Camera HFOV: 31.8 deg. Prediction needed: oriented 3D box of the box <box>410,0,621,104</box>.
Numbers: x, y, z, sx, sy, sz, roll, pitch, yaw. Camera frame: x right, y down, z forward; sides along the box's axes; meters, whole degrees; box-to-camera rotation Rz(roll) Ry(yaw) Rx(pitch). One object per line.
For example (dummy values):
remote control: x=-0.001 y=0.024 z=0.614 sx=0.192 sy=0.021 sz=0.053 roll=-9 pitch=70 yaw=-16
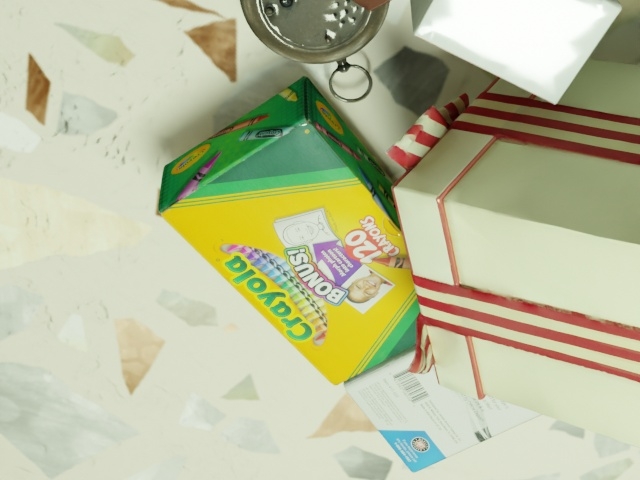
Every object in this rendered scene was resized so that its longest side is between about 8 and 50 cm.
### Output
box: x=0.146 y=-0.204 z=0.893 sx=0.130 sy=0.170 sz=0.091 roll=24 pitch=120 yaw=-11

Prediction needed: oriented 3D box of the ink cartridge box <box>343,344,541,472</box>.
ink cartridge box: x=0.139 y=0.136 z=1.155 sx=0.190 sy=0.082 sz=0.140 roll=-29 pitch=116 yaw=17

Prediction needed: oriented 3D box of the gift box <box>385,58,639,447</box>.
gift box: x=0.200 y=0.001 z=0.916 sx=0.258 sy=0.276 sz=0.255 roll=16 pitch=133 yaw=37

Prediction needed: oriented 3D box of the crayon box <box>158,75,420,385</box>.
crayon box: x=0.000 y=0.000 z=1.058 sx=0.165 sy=0.081 sz=0.278 roll=-30 pitch=124 yaw=20

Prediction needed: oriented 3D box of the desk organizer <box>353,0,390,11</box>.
desk organizer: x=0.054 y=-0.253 z=0.897 sx=0.050 sy=0.047 sz=0.130 roll=29 pitch=78 yaw=-19

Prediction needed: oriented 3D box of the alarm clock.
alarm clock: x=0.002 y=-0.201 z=0.968 sx=0.129 sy=0.064 sz=0.192 roll=-16 pitch=123 yaw=12
